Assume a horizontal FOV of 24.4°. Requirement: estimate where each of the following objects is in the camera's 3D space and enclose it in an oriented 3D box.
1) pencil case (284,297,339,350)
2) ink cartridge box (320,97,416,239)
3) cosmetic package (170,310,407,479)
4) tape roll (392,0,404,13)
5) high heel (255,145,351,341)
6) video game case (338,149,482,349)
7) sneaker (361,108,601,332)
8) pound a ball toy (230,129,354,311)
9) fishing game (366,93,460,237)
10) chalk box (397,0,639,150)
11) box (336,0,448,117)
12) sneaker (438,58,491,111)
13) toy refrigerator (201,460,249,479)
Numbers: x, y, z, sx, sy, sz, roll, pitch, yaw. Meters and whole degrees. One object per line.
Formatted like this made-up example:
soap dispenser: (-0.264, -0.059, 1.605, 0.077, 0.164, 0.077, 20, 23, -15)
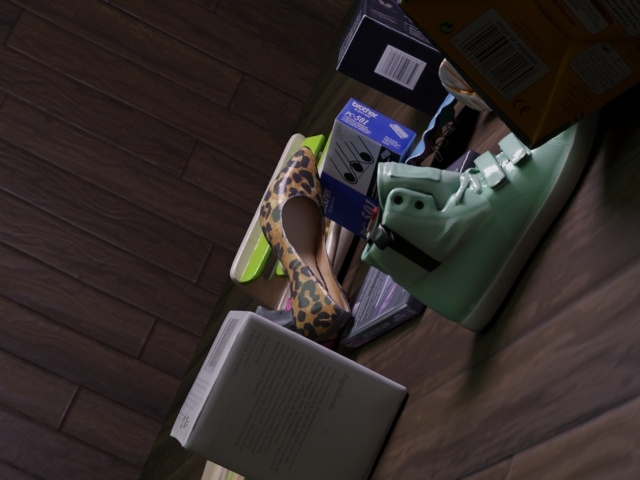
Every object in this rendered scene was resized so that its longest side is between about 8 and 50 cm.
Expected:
pencil case: (-0.054, 0.171, 1.996, 0.209, 0.095, 0.098, -57, 19, 24)
ink cartridge box: (0.055, -0.088, 1.930, 0.046, 0.097, 0.207, -55, -10, -32)
cosmetic package: (-0.035, 0.177, 1.520, 0.151, 0.184, 0.151, -64, 8, -7)
tape roll: (0.173, -0.350, 1.839, 0.189, 0.189, 0.080, -54, 13, 51)
high heel: (0.000, 0.000, 1.868, 0.186, 0.093, 0.261, -6, 72, 56)
video game case: (0.102, 0.017, 1.728, 0.196, 0.026, 0.274, -66, 9, -18)
sneaker: (0.135, -0.060, 1.298, 0.256, 0.151, 0.094, -61, 7, 9)
pound a ball toy: (0.013, -0.015, 2.147, 0.208, 0.136, 0.319, -12, 47, 47)
fishing game: (0.139, -0.118, 1.828, 0.264, 0.041, 0.189, -56, -3, -11)
chalk box: (0.197, -0.250, 1.241, 0.179, 0.180, 0.289, -34, 24, 29)
box: (0.112, -0.264, 2.085, 0.093, 0.156, 0.158, -62, 8, 22)
sneaker: (0.206, -0.218, 1.649, 0.083, 0.084, 0.215, -53, 4, -34)
toy refrigerator: (-0.079, 0.269, 1.808, 0.094, 0.102, 0.269, -58, 9, 34)
